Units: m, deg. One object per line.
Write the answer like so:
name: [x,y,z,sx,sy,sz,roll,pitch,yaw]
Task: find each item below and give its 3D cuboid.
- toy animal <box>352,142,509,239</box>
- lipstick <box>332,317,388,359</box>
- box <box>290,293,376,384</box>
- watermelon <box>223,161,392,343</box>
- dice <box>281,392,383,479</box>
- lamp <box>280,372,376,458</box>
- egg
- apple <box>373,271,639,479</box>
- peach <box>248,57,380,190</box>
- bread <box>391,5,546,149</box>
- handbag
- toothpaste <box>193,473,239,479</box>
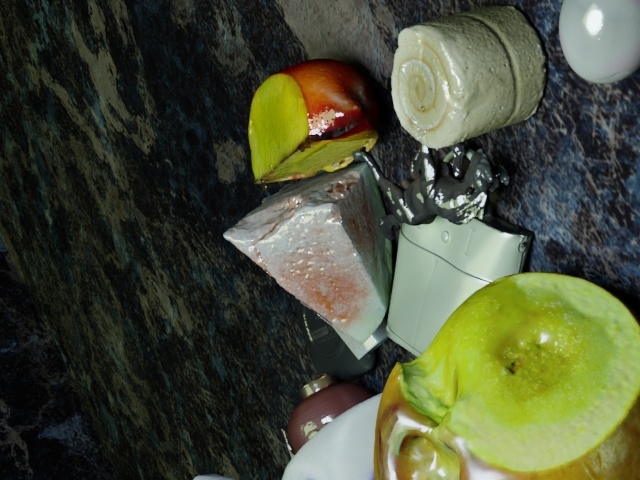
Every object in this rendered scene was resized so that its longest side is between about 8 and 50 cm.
toy animal: [0.136,-0.075,1.469,0.232,0.084,0.148,-26,71,48]
lipstick: [0.014,0.071,1.817,0.253,0.077,0.079,52,128,8]
box: [0.020,0.146,1.934,0.212,0.042,0.201,-29,79,59]
watermelon: [0.000,0.000,1.708,0.193,0.232,0.310,-19,57,30]
dice: [0.142,0.396,1.593,0.304,0.304,0.277,50,146,35]
lamp: [0.037,0.343,1.880,0.258,0.180,0.180,62,150,15]
egg: [0.298,-0.224,1.159,0.103,0.103,0.135,44,144,40]
apple: [0.228,0.236,1.301,0.374,0.374,0.384,-18,87,62]
peach: [0.000,-0.190,1.645,0.267,0.158,0.154,-35,70,63]
bread: [0.176,-0.196,1.350,0.134,0.141,0.148,35,136,49]
handbag: [0.193,0.021,1.546,0.241,0.109,0.315,32,120,48]
toothpaste: [-0.064,0.398,1.580,0.371,0.080,0.125,4,106,52]
